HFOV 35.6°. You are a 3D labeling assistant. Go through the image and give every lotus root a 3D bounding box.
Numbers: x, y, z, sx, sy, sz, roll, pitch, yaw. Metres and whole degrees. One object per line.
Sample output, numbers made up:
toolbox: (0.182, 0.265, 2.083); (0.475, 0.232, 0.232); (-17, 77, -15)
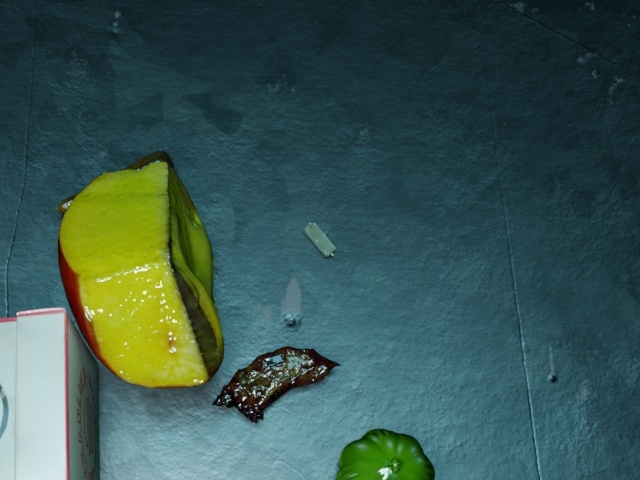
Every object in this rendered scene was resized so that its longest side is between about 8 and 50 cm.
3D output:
lotus root: (0.118, 0.396, 1.704); (0.186, 0.186, 0.186); (2, 67, -4)

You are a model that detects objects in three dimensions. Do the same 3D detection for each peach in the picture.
peach: (-0.306, 0.083, 1.733); (0.242, 0.306, 0.380); (-19, 48, 0)

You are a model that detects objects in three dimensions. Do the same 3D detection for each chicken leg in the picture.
chicken leg: (-0.085, 0.252, 1.804); (0.234, 0.063, 0.105); (-31, 78, -17)

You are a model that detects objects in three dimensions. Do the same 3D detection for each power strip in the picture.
power strip: (0.000, 0.000, 1.943); (0.027, 0.017, 0.083); (-34, 74, -16)

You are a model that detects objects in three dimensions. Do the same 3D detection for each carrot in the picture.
carrot: (-0.396, -0.105, 1.933); (0.248, 0.059, 0.059); (-27, 72, -12)

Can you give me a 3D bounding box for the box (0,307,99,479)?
box: (-0.525, 0.310, 1.605); (0.300, 0.312, 0.314); (-5, 68, -4)
